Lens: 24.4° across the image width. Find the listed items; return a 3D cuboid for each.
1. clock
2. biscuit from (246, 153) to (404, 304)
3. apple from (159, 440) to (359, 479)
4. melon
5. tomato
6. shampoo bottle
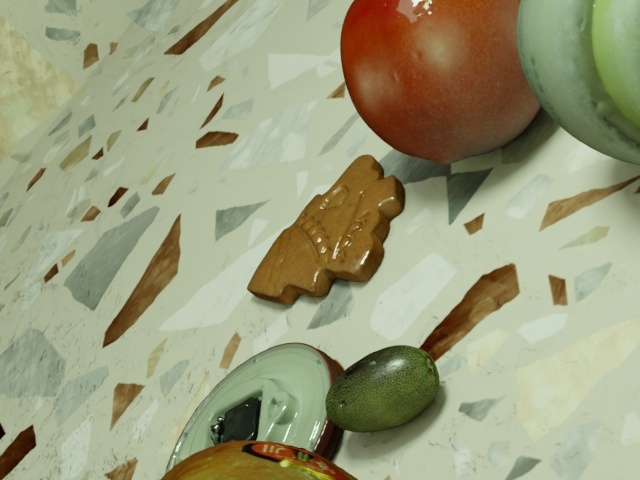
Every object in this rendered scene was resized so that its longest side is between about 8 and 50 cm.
[{"bbox_3d":[-0.099,0.272,2.022,0.318,0.080,0.318,-35,30,24],"label":"clock"},{"bbox_3d":[0.000,0.000,2.265,0.306,0.043,0.284,-35,31,24],"label":"biscuit"},{"bbox_3d":[-0.061,0.410,1.556,0.400,0.333,0.400,-55,15,23],"label":"apple"},{"bbox_3d":[0.076,0.189,1.864,0.162,0.099,0.099,-30,33,29],"label":"melon"},{"bbox_3d":[0.184,-0.262,2.089,0.321,0.321,0.321,-34,31,24],"label":"tomato"},{"bbox_3d":[0.394,-0.246,1.730,0.322,0.322,0.317,-53,20,-9],"label":"shampoo bottle"}]
